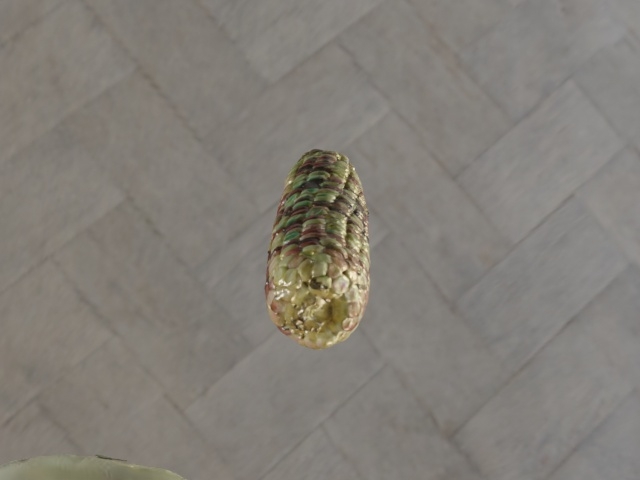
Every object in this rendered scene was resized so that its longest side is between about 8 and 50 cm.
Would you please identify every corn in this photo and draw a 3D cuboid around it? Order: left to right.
[{"bbox_3d":[0.000,0.000,1.293,0.086,0.086,0.253,22,26,-10],"label":"corn"}]

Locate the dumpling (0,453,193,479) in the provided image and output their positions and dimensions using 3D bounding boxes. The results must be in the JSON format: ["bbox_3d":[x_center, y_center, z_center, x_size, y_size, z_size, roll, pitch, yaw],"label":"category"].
[{"bbox_3d":[-0.159,0.233,0.947,0.260,0.341,0.181,-78,147,-57],"label":"dumpling"}]
